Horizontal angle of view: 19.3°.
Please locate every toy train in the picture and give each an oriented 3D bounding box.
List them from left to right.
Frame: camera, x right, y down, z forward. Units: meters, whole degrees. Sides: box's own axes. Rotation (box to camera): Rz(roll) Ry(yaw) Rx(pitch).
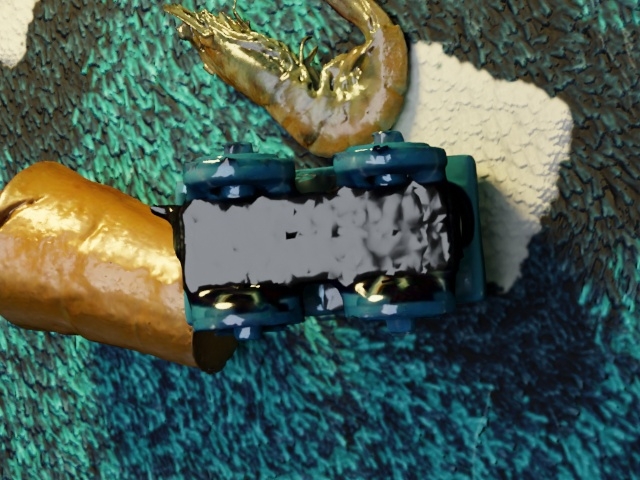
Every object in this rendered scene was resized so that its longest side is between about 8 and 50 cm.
[{"bbox_3d":[0.000,0.000,1.777,0.300,0.265,0.188,-5,88,7],"label":"toy train"}]

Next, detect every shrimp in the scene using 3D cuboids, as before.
[{"bbox_3d":[-0.032,-0.208,1.935,0.296,0.058,0.169,37,104,22],"label":"shrimp"}]

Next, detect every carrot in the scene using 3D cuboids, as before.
[{"bbox_3d":[-0.201,0.026,1.988,0.254,0.196,0.196,12,99,25],"label":"carrot"}]
